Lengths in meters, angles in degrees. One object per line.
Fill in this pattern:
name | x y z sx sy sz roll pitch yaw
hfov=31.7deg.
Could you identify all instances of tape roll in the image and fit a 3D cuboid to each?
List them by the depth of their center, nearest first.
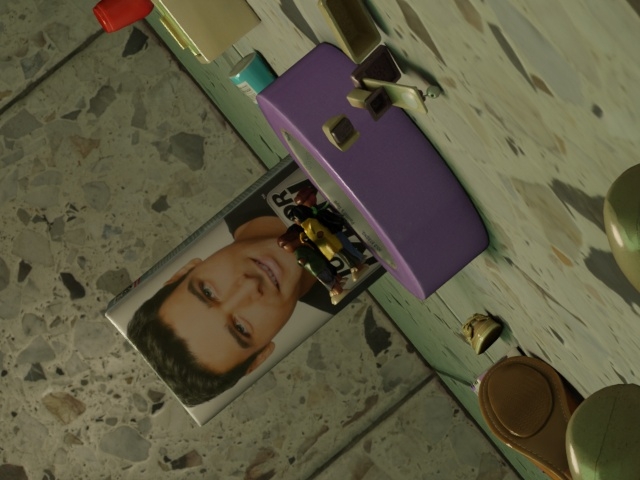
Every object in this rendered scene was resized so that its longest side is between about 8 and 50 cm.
tape roll | 0.052 -0.070 1.171 0.275 0.090 0.275 50 176 5

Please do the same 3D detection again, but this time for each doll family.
doll family | 0.000 0.000 1.251 0.111 0.076 0.193 46 180 -3

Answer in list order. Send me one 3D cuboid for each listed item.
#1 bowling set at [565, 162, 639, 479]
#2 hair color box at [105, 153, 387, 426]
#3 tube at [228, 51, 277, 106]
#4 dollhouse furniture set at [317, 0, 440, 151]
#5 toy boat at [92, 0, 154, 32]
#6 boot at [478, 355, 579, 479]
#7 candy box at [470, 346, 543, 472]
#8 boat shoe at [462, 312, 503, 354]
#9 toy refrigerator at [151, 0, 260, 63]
bowling set | 0.206 0.113 0.470 0.199 0.287 0.154 5 154 35
hair color box | -0.066 0.036 1.413 0.185 0.374 0.113 51 177 -9
tube | -0.048 -0.184 1.653 0.207 0.052 0.080 46 -177 -24
dollhouse furniture set | 0.035 -0.135 0.868 0.081 0.091 0.114 23 153 49
toy boat | -0.310 -0.452 1.565 0.318 0.148 0.267 61 167 -28
boot | 0.322 0.270 1.363 0.220 0.109 0.283 48 172 -36
candy box | 0.286 0.235 1.540 0.165 0.070 0.196 50 177 11
boat shoe | 0.209 0.121 1.489 0.045 0.050 0.135 44 175 12
toy refrigerator | -0.199 -0.349 1.400 0.269 0.094 0.102 51 176 -14
